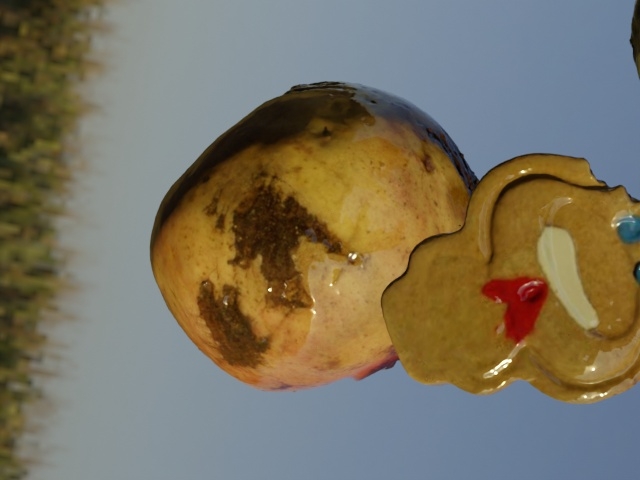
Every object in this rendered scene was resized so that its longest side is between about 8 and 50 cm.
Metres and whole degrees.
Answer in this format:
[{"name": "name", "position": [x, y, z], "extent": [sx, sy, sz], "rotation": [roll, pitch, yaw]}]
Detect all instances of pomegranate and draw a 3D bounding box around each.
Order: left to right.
[{"name": "pomegranate", "position": [0.000, 0.000, 1.833], "extent": [0.322, 0.322, 0.322], "rotation": [-169, -90, -79]}]

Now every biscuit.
[{"name": "biscuit", "position": [0.205, 0.030, 1.409], "extent": [0.047, 0.320, 0.183], "rotation": [-52, 146, -84]}]

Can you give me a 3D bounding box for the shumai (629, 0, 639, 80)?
[{"name": "shumai", "position": [0.428, -0.288, 1.916], "extent": [0.330, 0.292, 0.288], "rotation": [-59, -150, 27]}]
